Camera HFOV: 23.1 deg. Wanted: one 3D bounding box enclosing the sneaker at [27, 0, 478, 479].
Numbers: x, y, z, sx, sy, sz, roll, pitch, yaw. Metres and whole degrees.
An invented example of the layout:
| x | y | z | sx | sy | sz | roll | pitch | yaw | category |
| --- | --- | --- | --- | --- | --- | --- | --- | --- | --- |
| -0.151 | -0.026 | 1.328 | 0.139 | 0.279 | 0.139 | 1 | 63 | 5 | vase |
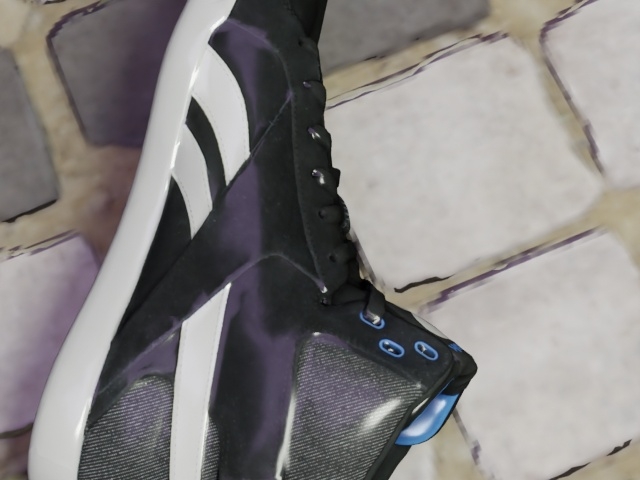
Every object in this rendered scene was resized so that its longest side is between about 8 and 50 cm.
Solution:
| x | y | z | sx | sy | sz | roll | pitch | yaw | category |
| --- | --- | --- | --- | --- | --- | --- | --- | --- | --- |
| 0.000 | 0.000 | 0.507 | 0.121 | 0.079 | 0.217 | 16 | 76 | 10 | sneaker |
